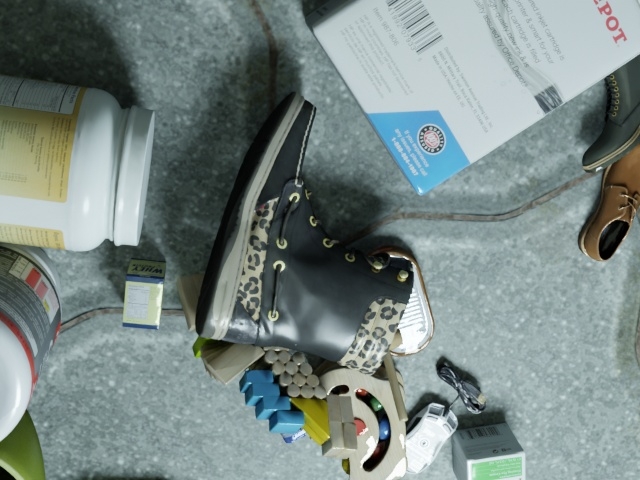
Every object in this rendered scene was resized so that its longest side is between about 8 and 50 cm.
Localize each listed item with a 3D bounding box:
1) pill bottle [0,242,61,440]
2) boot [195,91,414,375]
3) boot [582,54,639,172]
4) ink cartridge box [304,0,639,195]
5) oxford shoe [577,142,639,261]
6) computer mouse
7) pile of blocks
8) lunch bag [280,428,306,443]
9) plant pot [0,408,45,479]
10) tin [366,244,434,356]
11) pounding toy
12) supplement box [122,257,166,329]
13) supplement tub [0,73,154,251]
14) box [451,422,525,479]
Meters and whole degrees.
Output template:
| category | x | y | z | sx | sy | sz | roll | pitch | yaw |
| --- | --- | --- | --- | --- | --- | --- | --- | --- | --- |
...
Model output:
| category | x | y | z | sx | sy | sz | roll | pitch | yaw |
| --- | --- | --- | --- | --- | --- | --- | --- | --- | --- |
| pill bottle | -0.469 | 0.121 | 1.261 | 0.210 | 0.363 | 0.210 | -2 | 107 | -5 |
| boot | 0.000 | 0.000 | 1.364 | 0.284 | 0.138 | 0.377 | 20 | 79 | -14 |
| boot | 0.444 | -0.213 | 1.417 | 0.198 | 0.077 | 0.137 | -45 | 102 | -6 |
| ink cartridge box | 0.220 | -0.299 | 1.308 | 0.395 | 0.166 | 0.285 | -33 | 108 | 5 |
| oxford shoe | 0.481 | -0.062 | 1.460 | 0.076 | 0.076 | 0.212 | 16 | 103 | -9 |
| computer mouse | 0.189 | 0.308 | 1.561 | 0.106 | 0.042 | 0.193 | 36 | 98 | -11 |
| pile of blocks | -0.098 | 0.206 | 1.401 | 0.149 | 0.112 | 0.362 | -34 | 76 | -35 |
| lunch bag | -0.044 | 0.282 | 1.497 | 0.067 | 0.098 | 0.065 | -30 | 111 | -2 |
| plant pot | -0.520 | 0.341 | 1.361 | 0.274 | 0.293 | 0.275 | -2 | 108 | -5 |
| tin | 0.123 | 0.099 | 1.492 | 0.106 | 0.040 | 0.190 | -19 | 108 | -5 |
| pounding toy | 0.059 | 0.273 | 1.461 | 0.154 | 0.155 | 0.269 | -3 | 100 | 3 |
| supplement box | -0.269 | 0.081 | 1.417 | 0.056 | 0.083 | 0.083 | 6 | 107 | -9 |
| supplement tub | -0.397 | -0.106 | 1.269 | 0.316 | 0.228 | 0.228 | 8 | 106 | -9 |
| box | 0.282 | 0.374 | 1.559 | 0.101 | 0.102 | 0.087 | -7 | 110 | -5 |
